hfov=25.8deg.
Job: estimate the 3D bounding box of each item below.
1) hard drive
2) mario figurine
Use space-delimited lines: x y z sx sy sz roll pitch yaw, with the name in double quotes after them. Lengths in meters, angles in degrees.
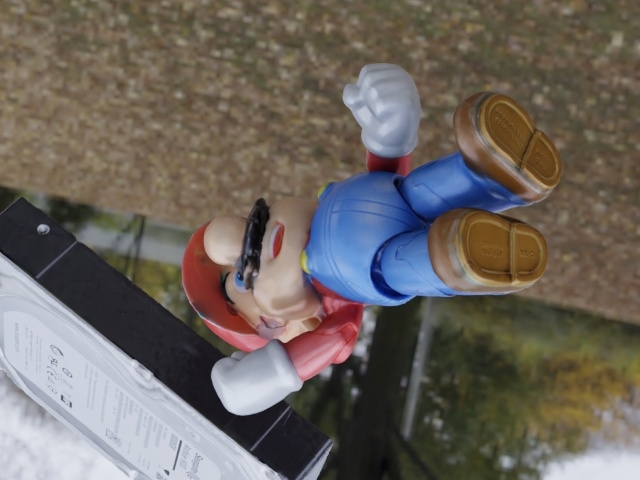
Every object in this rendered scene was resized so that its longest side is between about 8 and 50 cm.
-0.156 0.136 1.220 0.339 0.064 0.237 37 150 10 "hard drive"
0.000 0.000 0.956 0.198 0.170 0.320 -38 -170 -40 "mario figurine"
